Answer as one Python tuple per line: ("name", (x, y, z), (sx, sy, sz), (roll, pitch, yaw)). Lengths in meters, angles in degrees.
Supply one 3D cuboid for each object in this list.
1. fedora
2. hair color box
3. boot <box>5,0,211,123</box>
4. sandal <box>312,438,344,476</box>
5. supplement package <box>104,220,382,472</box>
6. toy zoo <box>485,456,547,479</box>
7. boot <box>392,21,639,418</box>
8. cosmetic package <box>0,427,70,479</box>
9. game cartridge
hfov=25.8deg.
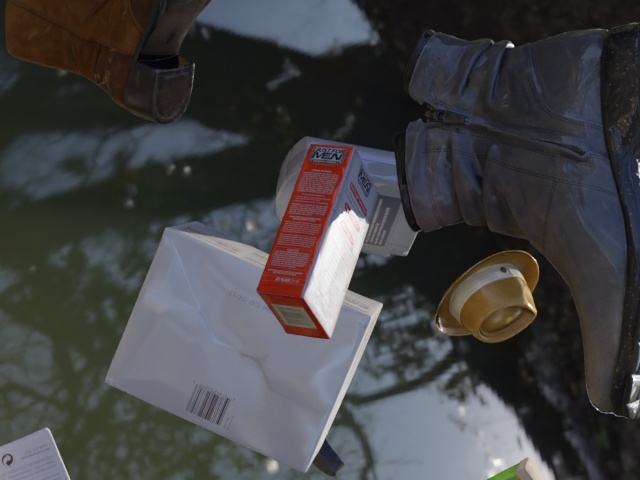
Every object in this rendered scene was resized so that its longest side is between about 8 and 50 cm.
("fedora", (0.274, 0.103, 2.174), (0.194, 0.194, 0.079), (27, 22, -51))
("hair color box", (0.000, 0.000, 1.123), (0.072, 0.043, 0.141), (60, 44, -52))
("boot", (-0.243, -0.297, 1.602), (0.096, 0.280, 0.264), (-19, 128, -45))
("sandal", (-0.042, 0.276, 2.250), (0.054, 0.097, 0.254), (-47, 120, -18))
("supplement package", (-0.088, 0.122, 1.673), (0.145, 0.261, 0.204), (-23, 137, -81))
("toy zoo", (0.194, 0.405, 1.716), (0.192, 0.293, 0.030), (53, 30, -6))
("boot", (0.177, -0.017, 1.185), (0.118, 0.222, 0.338), (32, 58, -65))
("cosmetic package", (-0.419, 0.357, 1.817), (0.151, 0.183, 0.151), (-17, 78, -37))
("game cartridge", (0.039, -0.054, 1.827), (0.294, 0.196, 0.060), (105, -9, -72))
